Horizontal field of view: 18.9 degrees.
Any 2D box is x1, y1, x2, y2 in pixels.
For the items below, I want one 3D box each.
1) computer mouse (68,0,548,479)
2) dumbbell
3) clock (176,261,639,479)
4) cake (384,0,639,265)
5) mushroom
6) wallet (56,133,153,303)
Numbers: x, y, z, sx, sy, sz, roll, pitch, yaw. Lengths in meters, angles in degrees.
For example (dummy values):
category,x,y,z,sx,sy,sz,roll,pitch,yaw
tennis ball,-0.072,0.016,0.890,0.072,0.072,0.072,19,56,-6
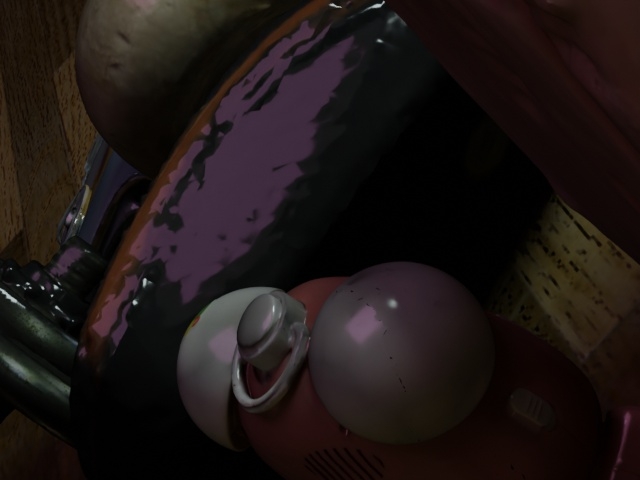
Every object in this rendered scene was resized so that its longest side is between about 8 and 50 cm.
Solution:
category,x,y,z,sx,sy,sz,roll,pitch,yaw
computer mouse,-0.003,-0.002,0.903,0.116,0.183,0.323,30,81,39
dumbbell,-0.221,0.117,1.106,0.290,0.192,0.192,-51,24,-1
clock,0.031,0.076,0.753,0.166,0.162,0.093,-11,48,56
cake,0.178,-0.139,0.642,0.307,0.293,0.314,-48,17,2
mushroom,-0.033,-0.099,1.112,0.204,0.204,0.204,-40,26,24
wallet,-0.127,-0.027,1.298,0.170,0.069,0.231,-60,15,27
